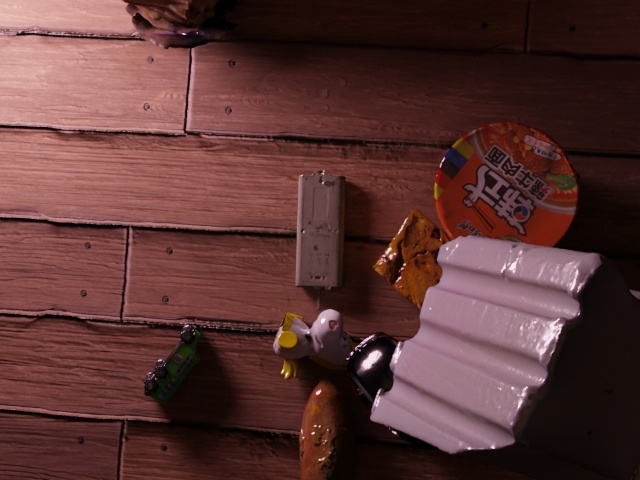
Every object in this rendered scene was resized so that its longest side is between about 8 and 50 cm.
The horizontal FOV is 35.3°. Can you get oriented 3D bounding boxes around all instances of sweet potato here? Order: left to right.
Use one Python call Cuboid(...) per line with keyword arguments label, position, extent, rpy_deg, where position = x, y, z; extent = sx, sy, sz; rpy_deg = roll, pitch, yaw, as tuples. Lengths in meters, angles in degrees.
Cuboid(label="sweet potato", position=(0.008, 0.450, 1.859), extent=(0.109, 0.109, 0.385), rpy_deg=(3, 87, 7))

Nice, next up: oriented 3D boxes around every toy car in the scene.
Cuboid(label="toy car", position=(-0.274, 0.235, 1.923), extent=(0.062, 0.071, 0.165), rpy_deg=(37, 90, -7))

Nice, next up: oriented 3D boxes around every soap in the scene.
Cuboid(label="soap", position=(0.304, 0.189, 1.522), extent=(0.213, 0.435, 0.350), rpy_deg=(29, 82, -18))

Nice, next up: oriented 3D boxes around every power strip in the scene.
Cuboid(label="power strip", position=(0.000, 0.000, 1.927), extent=(0.092, 0.034, 0.268), rpy_deg=(1, 85, 6))

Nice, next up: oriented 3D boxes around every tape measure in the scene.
Cuboid(label="tape measure", position=(0.142, 0.271, 1.807), extent=(0.135, 0.202, 0.223), rpy_deg=(-44, 87, -2))

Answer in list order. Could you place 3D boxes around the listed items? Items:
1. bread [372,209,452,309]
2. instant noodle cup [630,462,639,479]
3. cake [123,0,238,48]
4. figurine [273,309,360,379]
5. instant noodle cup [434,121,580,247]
Cuboid(label="bread", position=(0.189, 0.044, 1.845), extent=(0.149, 0.158, 0.143), rpy_deg=(39, 95, 7))
Cuboid(label="instant noodle cup", position=(0.501, 0.322, 1.699), extent=(0.294, 0.308, 0.294), rpy_deg=(0, 89, -1))
Cuboid(label="cake", position=(-0.257, -0.540, 1.903), extent=(0.332, 0.332, 0.321), rpy_deg=(-25, 121, 4))
Cuboid(label="figurine", position=(-0.001, 0.192, 1.893), extent=(0.178, 0.109, 0.129), rpy_deg=(-6, 111, 6))
Cuboid(label="instant noodle cup", position=(0.330, -0.076, 1.818), extent=(0.250, 0.192, 0.250), rpy_deg=(0, 86, 6))
